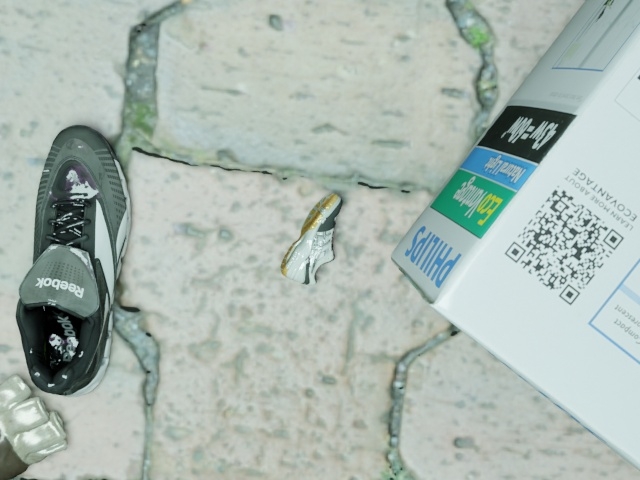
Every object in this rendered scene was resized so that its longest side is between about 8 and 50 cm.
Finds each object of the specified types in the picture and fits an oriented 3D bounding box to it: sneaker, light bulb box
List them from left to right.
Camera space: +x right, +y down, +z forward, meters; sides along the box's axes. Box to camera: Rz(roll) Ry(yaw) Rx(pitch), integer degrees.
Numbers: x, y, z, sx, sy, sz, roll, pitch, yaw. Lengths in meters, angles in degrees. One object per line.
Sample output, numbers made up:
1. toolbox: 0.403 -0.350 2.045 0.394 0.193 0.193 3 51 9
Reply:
1. sneaker: -0.205 0.021 0.979 0.078 0.106 0.234 5 93 -1
2. sneaker: 0.000 0.000 1.019 0.037 0.032 0.083 29 98 -15
3. light bulb box: 0.306 -0.007 0.901 0.358 0.225 0.361 38 93 -8

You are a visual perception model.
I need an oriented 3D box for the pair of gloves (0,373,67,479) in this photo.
1. pair of gloves: -0.283 0.248 1.025 0.204 0.042 0.240 -33 94 -1
